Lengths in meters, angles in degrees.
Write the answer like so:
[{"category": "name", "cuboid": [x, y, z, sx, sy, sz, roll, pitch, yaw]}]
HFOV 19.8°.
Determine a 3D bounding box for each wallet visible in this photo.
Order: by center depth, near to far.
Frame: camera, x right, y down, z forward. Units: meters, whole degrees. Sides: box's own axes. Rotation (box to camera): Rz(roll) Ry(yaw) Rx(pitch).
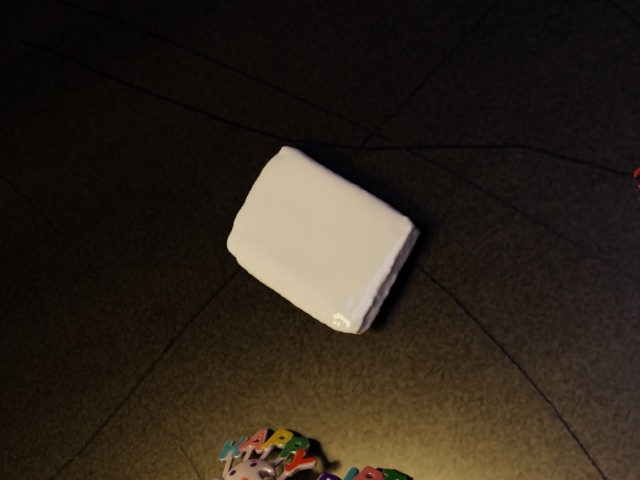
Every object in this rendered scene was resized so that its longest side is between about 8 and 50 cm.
[{"category": "wallet", "cuboid": [0.000, 0.000, 1.661, 0.183, 0.032, 0.124, 32, 97, 37]}]

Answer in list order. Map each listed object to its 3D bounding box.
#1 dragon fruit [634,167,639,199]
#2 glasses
[{"category": "dragon fruit", "cuboid": [0.307, -0.044, 1.416, 0.153, 0.111, 0.153, -7, 78, 34]}, {"category": "glasses", "cuboid": [-0.012, 0.255, 1.589, 0.255, 0.095, 0.162, 20, 62, 38]}]
